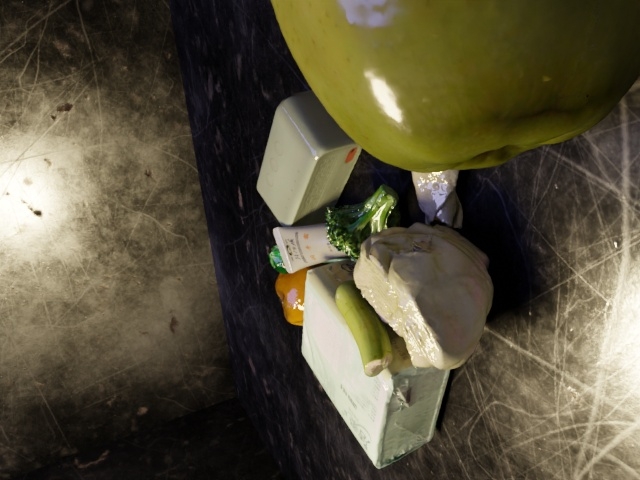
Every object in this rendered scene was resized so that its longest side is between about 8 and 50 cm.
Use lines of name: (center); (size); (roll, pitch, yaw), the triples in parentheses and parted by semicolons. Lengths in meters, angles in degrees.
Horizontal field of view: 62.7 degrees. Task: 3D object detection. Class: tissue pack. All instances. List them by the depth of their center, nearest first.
tissue pack: (0.123, 0.286, 1.322); (0.405, 0.205, 0.331); (47, 144, 47)

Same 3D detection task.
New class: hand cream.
hand cream: (0.000, 0.000, 1.421); (0.314, 0.089, 0.139); (-15, 98, 41)

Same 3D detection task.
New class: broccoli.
broccoli: (0.119, -0.043, 1.190); (0.220, 0.194, 0.194); (38, 147, 9)

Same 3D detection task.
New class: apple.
apple: (0.164, -0.301, 0.606); (0.473, 0.474, 0.473); (44, 142, 50)

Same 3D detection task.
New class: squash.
squash: (0.093, 0.179, 1.125); (0.250, 0.083, 0.083); (-111, 20, -49)

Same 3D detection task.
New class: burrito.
burrito: (0.214, -0.203, 1.003); (0.117, 0.076, 0.392); (12, 117, 54)

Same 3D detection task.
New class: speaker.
speaker: (-0.035, -0.200, 1.435); (0.184, 0.183, 0.406); (60, 152, 21)

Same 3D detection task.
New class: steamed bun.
steamed bun: (0.211, 0.086, 1.019); (0.320, 0.206, 0.275); (52, 164, 33)

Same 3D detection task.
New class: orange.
orange: (-0.049, 0.158, 1.662); (0.249, 0.183, 0.249); (42, 140, 51)

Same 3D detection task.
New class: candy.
candy: (-0.008, 0.052, 1.517); (0.324, 0.097, 0.097); (2, 108, 32)
